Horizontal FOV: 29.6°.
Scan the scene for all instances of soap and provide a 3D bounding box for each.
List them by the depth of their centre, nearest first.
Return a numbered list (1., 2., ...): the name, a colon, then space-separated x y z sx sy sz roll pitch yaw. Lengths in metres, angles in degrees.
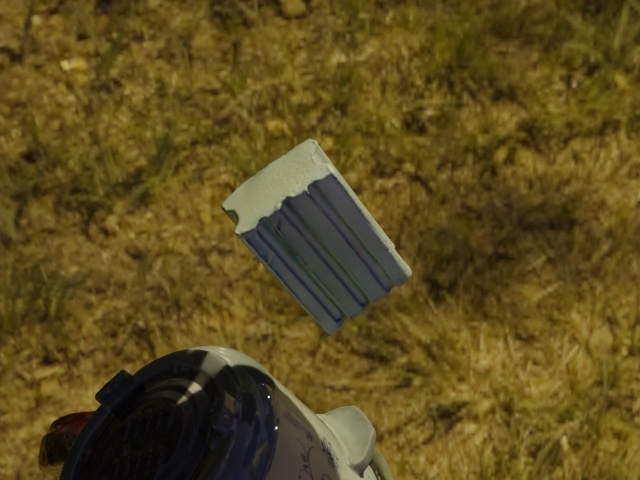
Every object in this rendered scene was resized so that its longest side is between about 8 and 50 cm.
1. soap: 0.000 0.000 1.203 0.114 0.198 0.063 -34 47 4

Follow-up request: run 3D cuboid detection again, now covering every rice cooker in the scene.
1. rice cooker: -0.078 0.259 1.119 0.316 0.317 0.264 -24 32 -15

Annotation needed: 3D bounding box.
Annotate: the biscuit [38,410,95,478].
1. biscuit: -0.180 0.290 1.669 0.407 0.407 0.091 1 73 6
